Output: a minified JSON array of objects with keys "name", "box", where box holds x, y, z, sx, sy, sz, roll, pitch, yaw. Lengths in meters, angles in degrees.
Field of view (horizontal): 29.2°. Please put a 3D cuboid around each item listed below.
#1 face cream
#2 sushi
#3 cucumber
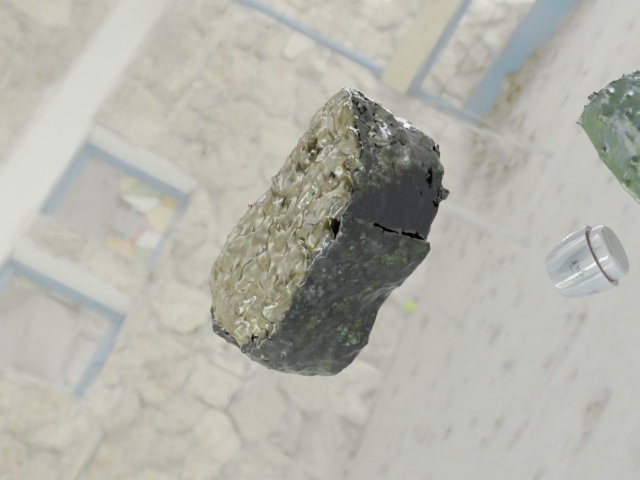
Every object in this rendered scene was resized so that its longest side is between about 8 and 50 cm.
[{"name":"face cream","box":[0.358,0.030,1.653,0.095,0.091,0.091,-29,18,25]},{"name":"sushi","box":[0.000,0.000,1.461,0.350,0.171,0.211,-58,41,18]},{"name":"cucumber","box":[0.452,-0.111,1.569,0.325,0.145,0.105,-107,27,-50]}]
